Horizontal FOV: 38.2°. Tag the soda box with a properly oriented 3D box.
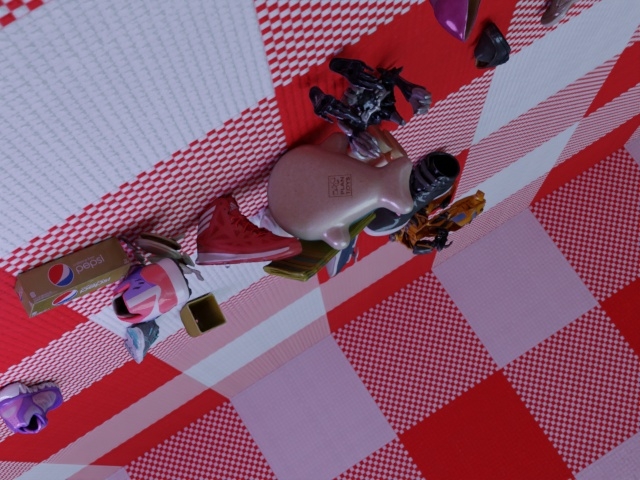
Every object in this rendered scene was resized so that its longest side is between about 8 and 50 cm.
[{"bbox_3d":[-0.409,0.059,1.537,0.181,0.058,0.061,-26,166,-32],"label":"soda box"}]

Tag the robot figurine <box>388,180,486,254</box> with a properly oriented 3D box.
[{"bbox_3d":[0.285,-0.074,2.419,0.291,0.211,0.085,-30,145,-33],"label":"robot figurine"}]

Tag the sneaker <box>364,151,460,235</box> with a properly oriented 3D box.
[{"bbox_3d":[0.225,-0.126,2.285,0.296,0.104,0.147,-33,164,-22],"label":"sneaker"}]

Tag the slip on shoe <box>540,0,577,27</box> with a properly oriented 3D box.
[{"bbox_3d":[0.464,-0.463,1.774,0.041,0.051,0.135,20,148,-22],"label":"slip on shoe"}]

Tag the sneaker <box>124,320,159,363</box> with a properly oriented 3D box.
[{"bbox_3d":[-0.407,0.232,2.146,0.076,0.065,0.166,-31,168,-26],"label":"sneaker"}]

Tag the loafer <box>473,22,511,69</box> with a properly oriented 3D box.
[{"bbox_3d":[0.322,-0.362,1.757,0.061,0.062,0.170,-30,166,7],"label":"loafer"}]

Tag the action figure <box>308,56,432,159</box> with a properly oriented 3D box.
[{"bbox_3d":[0.090,-0.219,1.551,0.164,0.141,0.276,-50,161,16],"label":"action figure"}]

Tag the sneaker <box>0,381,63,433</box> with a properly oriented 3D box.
[{"bbox_3d":[-0.631,0.374,2.026,0.095,0.104,0.236,-36,167,5],"label":"sneaker"}]

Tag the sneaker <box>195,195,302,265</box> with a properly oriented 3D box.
[{"bbox_3d":[-0.139,-0.022,1.676,0.221,0.128,0.087,-6,178,25],"label":"sneaker"}]

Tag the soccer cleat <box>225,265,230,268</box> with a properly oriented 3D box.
[{"bbox_3d":[-0.204,0.036,1.977,0.029,0.035,0.083,-30,166,-14],"label":"soccer cleat"}]

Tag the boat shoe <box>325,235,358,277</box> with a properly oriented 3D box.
[{"bbox_3d":[0.053,0.018,2.400,0.079,0.095,0.254,-18,154,-14],"label":"boat shoe"}]

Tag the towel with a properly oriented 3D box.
[{"bbox_3d":[0.000,0.000,1.735,0.237,0.102,0.021,-42,131,-40],"label":"towel"}]

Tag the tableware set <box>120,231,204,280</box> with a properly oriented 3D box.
[{"bbox_3d":[-0.275,0.018,1.660,0.194,0.128,0.039,85,21,-73],"label":"tableware set"}]

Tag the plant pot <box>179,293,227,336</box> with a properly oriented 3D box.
[{"bbox_3d":[-0.291,0.188,2.223,0.081,0.081,0.083,-22,172,-41],"label":"plant pot"}]

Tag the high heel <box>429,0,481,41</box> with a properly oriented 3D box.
[{"bbox_3d":[0.238,-0.398,1.306,0.082,0.117,0.244,-18,160,-48],"label":"high heel"}]

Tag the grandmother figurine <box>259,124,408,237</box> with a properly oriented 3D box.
[{"bbox_3d":[0.005,-0.097,1.863,0.342,0.104,0.208,-40,144,19],"label":"grandmother figurine"}]

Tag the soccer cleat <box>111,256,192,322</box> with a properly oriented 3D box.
[{"bbox_3d":[-0.335,0.103,1.669,0.116,0.108,0.318,-26,-178,-28],"label":"soccer cleat"}]

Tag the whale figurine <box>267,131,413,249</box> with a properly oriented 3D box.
[{"bbox_3d":[0.042,-0.088,1.689,0.272,0.216,0.141,-5,172,17],"label":"whale figurine"}]
